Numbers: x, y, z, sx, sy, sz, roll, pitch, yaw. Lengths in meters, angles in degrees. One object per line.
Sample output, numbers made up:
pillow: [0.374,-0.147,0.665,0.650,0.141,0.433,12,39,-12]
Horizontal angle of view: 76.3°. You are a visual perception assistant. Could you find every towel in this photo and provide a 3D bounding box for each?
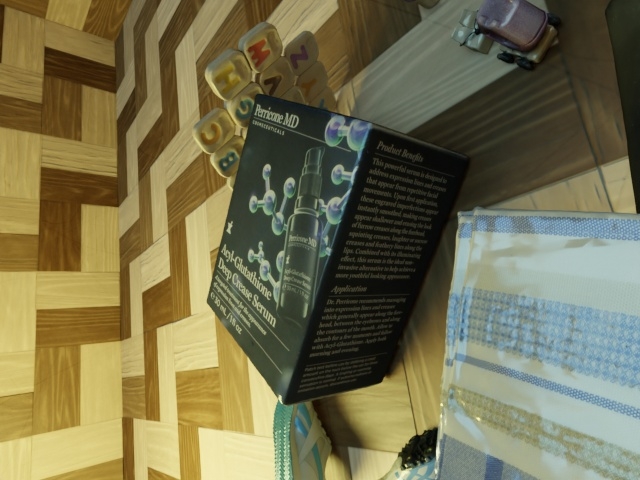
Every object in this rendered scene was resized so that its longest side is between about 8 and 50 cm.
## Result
towel: [0.198,0.112,0.338,0.209,0.034,0.285,6,89,48]

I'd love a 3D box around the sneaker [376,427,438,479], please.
sneaker: [0.132,0.360,0.594,0.086,0.085,0.237,40,116,15]

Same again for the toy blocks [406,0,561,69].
toy blocks: [0.168,-0.421,0.463,0.288,0.259,0.309,46,121,41]

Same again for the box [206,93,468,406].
box: [0.000,0.000,0.669,0.293,0.211,0.396,33,111,47]

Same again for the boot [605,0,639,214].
boot: [0.296,-0.022,0.363,0.366,0.146,0.446,-4,86,42]

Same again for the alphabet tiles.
alphabet tiles: [-0.081,-0.217,0.722,0.278,0.284,0.021,-46,53,-14]

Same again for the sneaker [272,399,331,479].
sneaker: [-0.034,0.371,0.781,0.087,0.092,0.229,-47,34,40]
